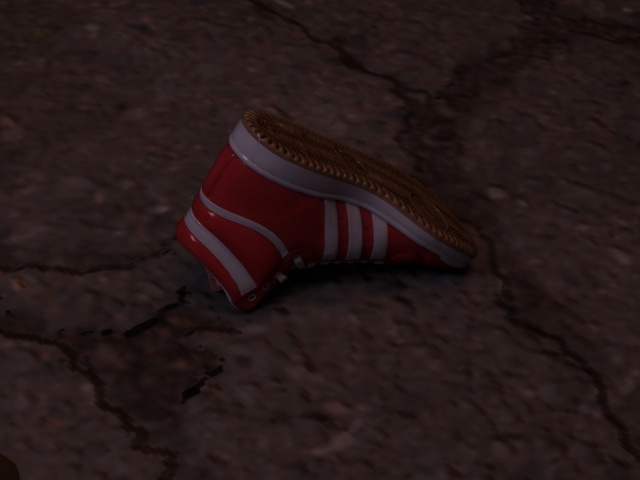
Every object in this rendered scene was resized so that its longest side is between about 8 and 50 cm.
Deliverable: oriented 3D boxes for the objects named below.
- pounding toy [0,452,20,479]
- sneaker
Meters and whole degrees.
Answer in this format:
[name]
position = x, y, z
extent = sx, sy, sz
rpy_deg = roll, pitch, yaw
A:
[pounding toy]
position = -0.107, 0.147, 0.380
extent = 0.094, 0.181, 0.206
rpy_deg = -9, 73, 3
[sneaker]
position = 0.000, 0.000, 0.687
extent = 0.118, 0.067, 0.042
rpy_deg = 24, 23, -34
